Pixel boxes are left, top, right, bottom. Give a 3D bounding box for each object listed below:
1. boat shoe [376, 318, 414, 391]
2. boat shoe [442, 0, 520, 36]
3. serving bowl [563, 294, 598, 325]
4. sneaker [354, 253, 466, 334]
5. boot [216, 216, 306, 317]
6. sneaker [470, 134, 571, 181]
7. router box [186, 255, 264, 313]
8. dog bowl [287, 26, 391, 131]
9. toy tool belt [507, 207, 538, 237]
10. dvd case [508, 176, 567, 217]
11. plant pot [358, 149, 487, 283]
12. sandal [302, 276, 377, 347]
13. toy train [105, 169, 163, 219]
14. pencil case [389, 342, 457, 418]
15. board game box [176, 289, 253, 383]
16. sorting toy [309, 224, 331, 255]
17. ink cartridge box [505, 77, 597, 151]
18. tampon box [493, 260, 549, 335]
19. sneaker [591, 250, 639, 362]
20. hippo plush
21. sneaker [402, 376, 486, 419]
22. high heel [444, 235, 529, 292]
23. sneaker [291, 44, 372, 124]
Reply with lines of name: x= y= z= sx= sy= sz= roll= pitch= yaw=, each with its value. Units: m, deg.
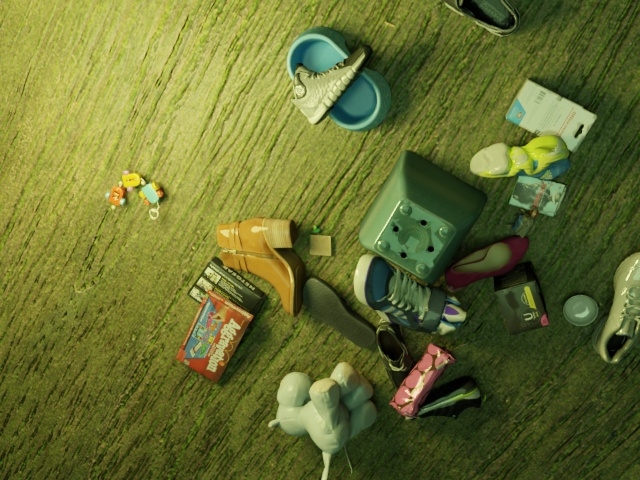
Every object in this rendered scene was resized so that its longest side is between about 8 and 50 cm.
boat shoe: x=0.202 y=0.324 z=1.945 sx=0.084 sy=0.079 sz=0.232 roll=-14 pitch=105 yaw=15
boat shoe: x=0.323 y=-0.567 z=1.630 sx=0.301 sy=0.102 sz=0.108 roll=39 pitch=111 yaw=-1
serving bowl: x=0.658 y=0.173 z=1.820 sx=0.084 sy=0.027 sz=0.083 roll=4 pitch=107 yaw=12
sneaker: x=0.238 y=0.138 z=1.763 sx=0.237 sy=0.323 sz=0.130 roll=7 pitch=67 yaw=28
boot: x=-0.162 y=0.074 z=1.937 sx=0.220 sy=0.109 sz=0.283 roll=-2 pitch=114 yaw=19
sneaker: x=0.484 y=-0.174 z=1.719 sx=0.240 sy=0.091 sz=0.126 roll=-6 pitch=147 yaw=42
router box: x=-0.266 y=0.150 z=2.012 sx=0.179 sy=0.046 sz=0.133 roll=37 pitch=110 yaw=-1
dog bowl: x=0.040 y=-0.391 z=1.764 sx=0.297 sy=0.074 sz=0.166 roll=44 pitch=110 yaw=-3
toy tool belt: x=0.498 y=-0.051 z=1.774 sx=0.051 sy=0.052 sz=0.083 roll=27 pitch=130 yaw=10
dvd case: x=0.535 y=-0.113 z=1.769 sx=0.120 sy=0.013 sz=0.087 roll=18 pitch=110 yaw=6
plant pot: x=0.235 y=-0.039 z=1.733 sx=0.247 sy=0.252 sz=0.247 roll=30 pitch=110 yaw=3
sandal: x=0.048 y=0.195 z=1.959 sx=0.097 sy=0.054 sz=0.254 roll=-38 pitch=105 yaw=27
toy train: x=-0.505 y=-0.128 z=1.985 sx=0.166 sy=0.046 sz=0.125 roll=21 pitch=111 yaw=9
pencil case: x=0.272 y=0.373 z=1.894 sx=0.095 sy=0.098 sz=0.209 roll=34 pitch=88 yaw=-23
board game box: x=-0.304 y=0.277 z=2.037 sx=0.145 sy=0.027 sz=0.281 roll=30 pitch=124 yaw=2
sorting toy: x=0.000 y=0.000 z=1.924 sx=0.062 sy=0.012 sz=0.083 roll=5 pitch=111 yaw=16
ink cartridge box: x=0.540 y=-0.294 z=1.687 sx=0.180 sy=0.060 sz=0.104 roll=29 pitch=110 yaw=3
tampon box: x=0.495 y=0.140 z=1.776 sx=0.102 sy=0.161 sz=0.120 roll=-18 pitch=102 yaw=17
sneaker: x=0.755 y=0.170 z=1.745 sx=0.111 sy=0.129 sz=0.296 roll=15 pitch=108 yaw=10
hippo plush: x=0.002 y=0.475 z=1.998 sx=0.237 sy=0.234 sz=0.293 roll=0 pitch=93 yaw=44
sneaker: x=0.335 y=0.456 z=1.951 sx=0.235 sy=0.084 sz=0.097 roll=-26 pitch=102 yaw=19
high heel: x=0.411 y=0.041 z=1.755 sx=0.244 sy=0.117 sz=0.082 roll=-25 pitch=65 yaw=-5
sneaker: x=0.009 y=-0.393 z=1.687 sx=0.132 sy=0.086 sz=0.228 roll=41 pitch=112 yaw=1
